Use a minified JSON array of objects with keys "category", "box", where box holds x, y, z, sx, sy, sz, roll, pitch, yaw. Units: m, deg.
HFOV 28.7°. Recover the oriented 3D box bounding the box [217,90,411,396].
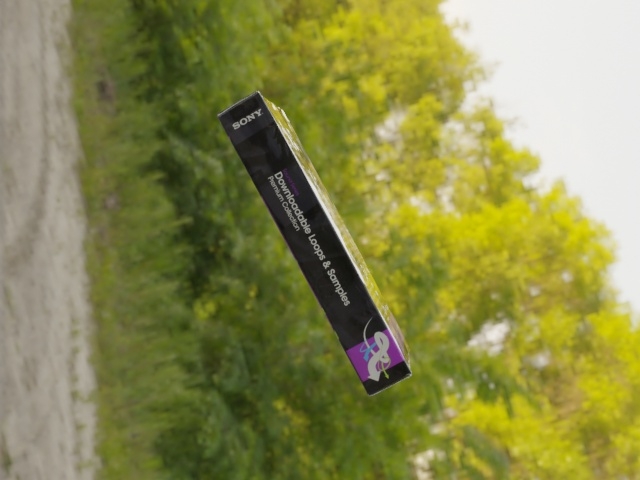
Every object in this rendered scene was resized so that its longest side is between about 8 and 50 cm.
[{"category":"box","box":[0.000,0.000,0.673,0.162,0.029,0.116,63,4,1]}]
